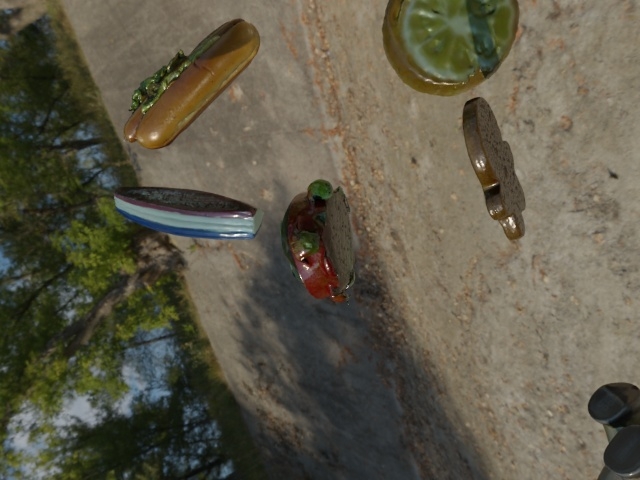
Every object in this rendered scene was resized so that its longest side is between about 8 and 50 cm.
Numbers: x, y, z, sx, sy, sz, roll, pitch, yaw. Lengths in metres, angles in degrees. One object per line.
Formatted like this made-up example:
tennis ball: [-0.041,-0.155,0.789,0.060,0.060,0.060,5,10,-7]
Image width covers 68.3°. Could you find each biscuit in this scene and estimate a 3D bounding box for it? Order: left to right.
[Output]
biscuit: [0.276,-0.115,0.749,0.039,0.180,0.236,-11,125,34]

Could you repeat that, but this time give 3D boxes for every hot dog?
hot dog: [-0.260,-0.308,0.923,0.100,0.337,0.135,46,180,-41]

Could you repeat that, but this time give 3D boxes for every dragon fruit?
dragon fruit: [0.000,0.000,1.065,0.268,0.130,0.295,-56,-43,-56]

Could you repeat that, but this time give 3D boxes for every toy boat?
toy boat: [-0.194,-0.045,0.667,0.046,0.228,0.080,84,-162,-54]

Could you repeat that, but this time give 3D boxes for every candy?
candy: [0.245,-0.409,0.908,0.118,0.259,0.260,-1,-111,-82]

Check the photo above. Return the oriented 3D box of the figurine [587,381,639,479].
figurine: [0.509,0.331,0.624,0.380,0.203,0.248,35,-173,-13]
